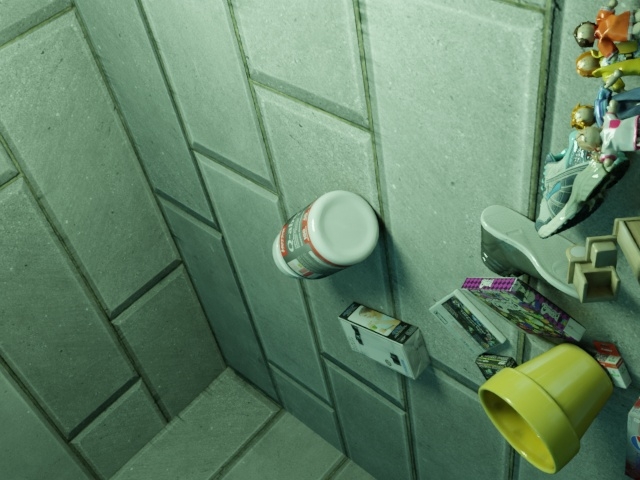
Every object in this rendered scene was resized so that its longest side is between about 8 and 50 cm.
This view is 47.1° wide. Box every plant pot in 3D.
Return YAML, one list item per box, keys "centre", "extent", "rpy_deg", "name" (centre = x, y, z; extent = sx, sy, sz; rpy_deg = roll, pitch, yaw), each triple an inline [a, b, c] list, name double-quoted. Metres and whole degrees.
- centre: [0.547, 0.377, 1.738]
  extent: [0.254, 0.239, 0.254]
  rpy_deg: [51, 167, 16]
  name: "plant pot"

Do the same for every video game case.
- centre: [0.405, 0.231, 2.038]
  extent: [0.190, 0.022, 0.173]
  rpy_deg: [46, 154, 5]
  name: "video game case"
- centre: [0.465, 0.156, 1.709]
  extent: [0.210, 0.042, 0.232]
  rpy_deg: [35, 169, -13]
  name: "video game case"

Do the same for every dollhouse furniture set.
- centre: [0.553, -0.096, 1.173]
  extent: [0.303, 0.174, 0.355]
  rpy_deg: [-6, 127, 4]
  name: "dollhouse furniture set"

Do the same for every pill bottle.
- centre: [0.000, 0.000, 2.120]
  extent: [0.210, 0.210, 0.363]
  rpy_deg: [50, 154, -5]
  name: "pill bottle"

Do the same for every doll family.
- centre: [0.467, -0.234, 1.139]
  extent: [0.163, 0.118, 0.263]
  rpy_deg: [-5, 79, 42]
  name: "doll family"

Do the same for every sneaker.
- centre: [0.477, -0.109, 1.401]
  extent: [0.122, 0.110, 0.283]
  rpy_deg: [58, 156, 22]
  name: "sneaker"
- centre: [0.471, 0.051, 1.610]
  extent: [0.296, 0.104, 0.147]
  rpy_deg: [39, 156, 26]
  name: "sneaker"

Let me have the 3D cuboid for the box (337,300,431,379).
- centre: [0.206, 0.323, 2.391]
  extent: [0.290, 0.087, 0.169]
  rpy_deg: [20, 142, 44]
  name: "box"

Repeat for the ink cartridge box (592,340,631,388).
- centre: [0.670, 0.288, 1.702]
  extent: [0.063, 0.029, 0.115]
  rpy_deg: [4, 131, 56]
  name: "ink cartridge box"

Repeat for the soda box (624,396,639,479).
- centre: [0.776, 0.470, 1.721]
  extent: [0.083, 0.092, 0.263]
  rpy_deg: [23, 145, 39]
  name: "soda box"

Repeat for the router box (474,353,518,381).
- centre: [0.502, 0.365, 2.054]
  extent: [0.122, 0.038, 0.092]
  rpy_deg: [-4, 124, 58]
  name: "router box"
